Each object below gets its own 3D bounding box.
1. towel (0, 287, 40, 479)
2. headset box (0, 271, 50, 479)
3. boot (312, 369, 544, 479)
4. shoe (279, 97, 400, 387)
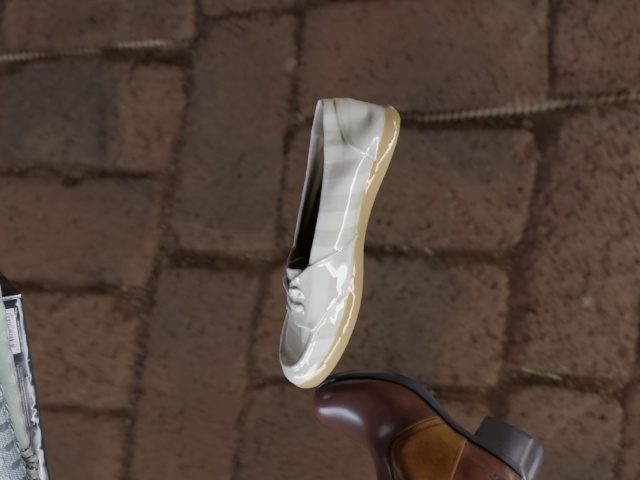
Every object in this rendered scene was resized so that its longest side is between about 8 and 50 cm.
[{"bbox_3d":[-0.333,0.043,0.836,0.312,0.324,0.056,-5,41,-2],"label":"towel"},{"bbox_3d":[-0.419,0.160,1.760,0.283,0.131,0.246,-152,54,-66],"label":"headset box"},{"bbox_3d":[0.054,0.277,1.499,0.264,0.096,0.280,24,54,19],"label":"boot"},{"bbox_3d":[0.000,0.000,1.111,0.076,0.058,0.219,22,98,66],"label":"shoe"}]
